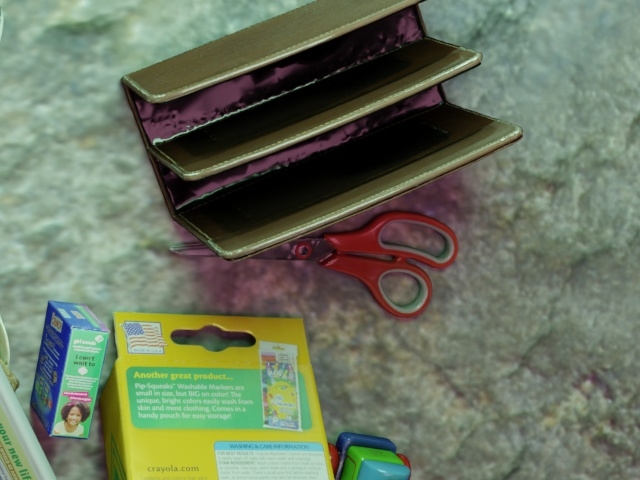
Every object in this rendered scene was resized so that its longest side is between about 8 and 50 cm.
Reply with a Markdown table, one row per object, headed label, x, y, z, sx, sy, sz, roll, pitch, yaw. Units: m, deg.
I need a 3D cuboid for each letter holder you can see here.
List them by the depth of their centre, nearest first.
| label | x | y | z | sx | sy | sz | roll | pitch | yaw |
| --- | --- | --- | --- | --- | --- | --- | --- | --- | --- |
| letter holder | 0.003 | -0.119 | 1.449 | 0.302 | 0.214 | 0.152 | -23 | 111 | -13 |

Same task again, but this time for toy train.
| label | x | y | z | sx | sy | sz | roll | pitch | yaw |
| --- | --- | --- | --- | --- | --- | --- | --- | --- | --- |
| toy train | 0.035 | 0.334 | 1.617 | 0.105 | 0.143 | 0.248 | 12 | 99 | -22 |

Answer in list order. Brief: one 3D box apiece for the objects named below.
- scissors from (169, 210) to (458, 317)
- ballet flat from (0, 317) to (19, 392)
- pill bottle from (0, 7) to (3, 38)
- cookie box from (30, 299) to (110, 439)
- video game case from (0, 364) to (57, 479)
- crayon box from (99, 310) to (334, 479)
| label | x | y | z | sx | sy | sz | roll | pitch | yaw |
| --- | --- | --- | --- | --- | --- | --- | --- | --- | --- |
| scissors | 0.000 | 0.000 | 1.589 | 0.297 | 0.021 | 0.109 | 16 | 100 | -22 |
| ballet flat | -0.333 | 0.066 | 1.465 | 0.067 | 0.073 | 0.206 | -34 | 118 | -38 |
| pill bottle | -0.402 | -0.185 | 1.329 | 0.245 | 0.130 | 0.130 | 21 | 96 | -24 |
| cookie box | -0.236 | 0.120 | 1.491 | 0.040 | 0.092 | 0.107 | 7 | 101 | -24 |
| video game case | -0.358 | 0.193 | 1.463 | 0.193 | 0.023 | 0.212 | -17 | 111 | 11 |
| crayon box | -0.094 | 0.226 | 1.504 | 0.203 | 0.323 | 0.083 | 3 | 144 | -21 |
